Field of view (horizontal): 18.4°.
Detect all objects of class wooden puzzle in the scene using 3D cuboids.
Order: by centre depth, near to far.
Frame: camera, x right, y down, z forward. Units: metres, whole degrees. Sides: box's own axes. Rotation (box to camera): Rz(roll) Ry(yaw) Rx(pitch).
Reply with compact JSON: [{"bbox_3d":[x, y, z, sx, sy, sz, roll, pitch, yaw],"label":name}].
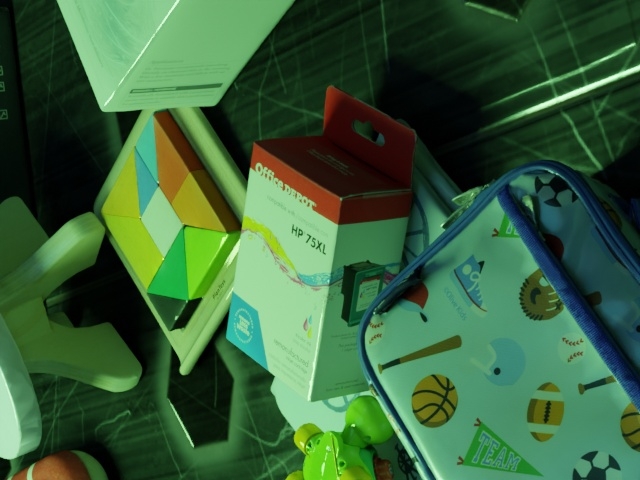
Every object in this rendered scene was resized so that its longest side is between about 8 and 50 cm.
[{"bbox_3d":[-0.145,-0.021,1.924,0.239,0.044,0.221,61,139,28],"label":"wooden puzzle"}]

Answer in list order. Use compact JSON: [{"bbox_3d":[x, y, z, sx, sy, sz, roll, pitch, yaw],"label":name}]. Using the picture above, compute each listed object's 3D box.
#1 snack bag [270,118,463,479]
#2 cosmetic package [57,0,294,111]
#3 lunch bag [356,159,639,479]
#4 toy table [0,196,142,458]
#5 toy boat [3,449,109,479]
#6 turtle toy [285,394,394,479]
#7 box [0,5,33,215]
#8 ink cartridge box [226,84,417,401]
[{"bbox_3d":[0.093,0.126,1.633,0.342,0.037,0.323,53,135,35],"label":"snack bag"},{"bbox_3d":[-0.138,-0.272,1.793,0.225,0.138,0.224,-47,59,45],"label":"cosmetic package"},{"bbox_3d":[0.174,0.096,1.410,0.243,0.115,0.303,-43,61,21],"label":"lunch bag"},{"bbox_3d":[-0.315,0.080,2.044,0.274,0.161,0.252,59,147,12],"label":"toy table"},{"bbox_3d":[-0.326,0.322,2.140,0.231,0.151,0.151,-31,70,51],"label":"toy boat"},{"bbox_3d":[0.026,0.189,1.650,0.095,0.066,0.130,40,127,44],"label":"turtle toy"},{"bbox_3d":[-0.497,-0.049,2.188,0.212,0.293,0.396,-4,92,54],"label":"box"},{"bbox_3d":[0.000,0.000,1.639,0.134,0.078,0.231,33,122,47],"label":"ink cartridge box"}]
